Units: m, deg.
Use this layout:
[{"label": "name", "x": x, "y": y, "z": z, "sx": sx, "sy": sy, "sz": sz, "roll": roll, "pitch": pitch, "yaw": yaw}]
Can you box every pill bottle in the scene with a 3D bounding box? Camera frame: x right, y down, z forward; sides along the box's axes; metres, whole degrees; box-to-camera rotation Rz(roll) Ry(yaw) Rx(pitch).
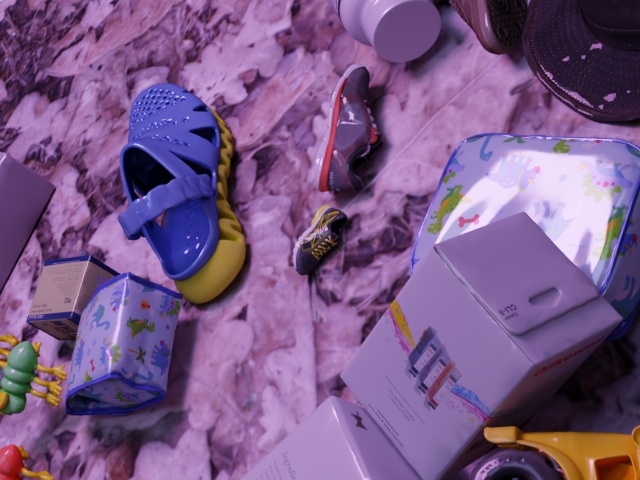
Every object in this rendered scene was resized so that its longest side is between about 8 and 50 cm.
[{"label": "pill bottle", "x": 0.061, "y": -0.284, "z": 1.452, "sx": 0.108, "sy": 0.108, "sz": 0.193, "roll": -40, "pitch": 45, "yaw": 13}]

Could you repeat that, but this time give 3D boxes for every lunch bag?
[{"label": "lunch bag", "x": -0.229, "y": 0.122, "z": 1.446, "sx": 0.151, "sy": 0.096, "sz": 0.129, "roll": -23, "pitch": 50, "yaw": 44}, {"label": "lunch bag", "x": 0.195, "y": -0.003, "z": 1.171, "sx": 0.219, "sy": 0.090, "sz": 0.176, "roll": 7, "pitch": 68, "yaw": 42}]

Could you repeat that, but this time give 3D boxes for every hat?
[{"label": "hat", "x": 0.315, "y": -0.274, "z": 1.213, "sx": 0.331, "sy": 0.134, "sz": 0.331, "roll": -20, "pitch": 53, "yaw": 29}]

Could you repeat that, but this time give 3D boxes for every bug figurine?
[{"label": "bug figurine", "x": -0.401, "y": 0.200, "z": 1.537, "sx": 0.279, "sy": 0.072, "sz": 0.216, "roll": 25, "pitch": 99, "yaw": 47}]

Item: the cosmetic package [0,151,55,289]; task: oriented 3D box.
[{"label": "cosmetic package", "x": -0.470, "y": -0.002, "z": 1.730, "sx": 0.127, "sy": 0.107, "sz": 0.238, "roll": 16, "pitch": 72, "yaw": 45}]

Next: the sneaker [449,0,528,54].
[{"label": "sneaker", "x": 0.172, "y": -0.257, "z": 1.386, "sx": 0.071, "sy": 0.066, "sz": 0.188, "roll": -37, "pitch": 38, "yaw": 40}]

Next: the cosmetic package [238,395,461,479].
[{"label": "cosmetic package", "x": 0.022, "y": 0.258, "z": 1.095, "sx": 0.183, "sy": 0.151, "sz": 0.151, "roll": -45, "pitch": 43, "yaw": 20}]

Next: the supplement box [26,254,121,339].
[{"label": "supplement box", "x": -0.297, "y": 0.070, "z": 1.567, "sx": 0.083, "sy": 0.056, "sz": 0.083, "roll": -8, "pitch": 59, "yaw": 37}]

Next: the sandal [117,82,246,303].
[{"label": "sandal", "x": -0.176, "y": -0.081, "z": 1.505, "sx": 0.126, "sy": 0.138, "sz": 0.317, "roll": -38, "pitch": 43, "yaw": 18}]

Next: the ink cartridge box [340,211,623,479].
[{"label": "ink cartridge box", "x": 0.129, "y": 0.087, "z": 1.065, "sx": 0.127, "sy": 0.128, "sz": 0.176, "roll": 51, "pitch": 133, "yaw": 20}]

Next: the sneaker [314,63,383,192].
[{"label": "sneaker", "x": 0.041, "y": -0.118, "z": 1.415, "sx": 0.065, "sy": 0.061, "sz": 0.158, "roll": 9, "pitch": 69, "yaw": 14}]

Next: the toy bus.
[{"label": "toy bus", "x": 0.225, "y": 0.248, "z": 0.965, "sx": 0.211, "sy": 0.149, "sz": 0.220, "roll": -8, "pitch": 60, "yaw": 18}]

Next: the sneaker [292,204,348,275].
[{"label": "sneaker", "x": 0.000, "y": 0.000, "z": 1.377, "sx": 0.035, "sy": 0.031, "sz": 0.083, "roll": 15, "pitch": 74, "yaw": 44}]
